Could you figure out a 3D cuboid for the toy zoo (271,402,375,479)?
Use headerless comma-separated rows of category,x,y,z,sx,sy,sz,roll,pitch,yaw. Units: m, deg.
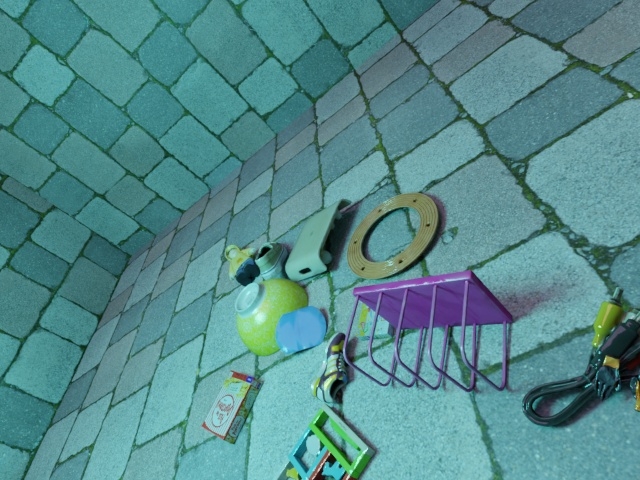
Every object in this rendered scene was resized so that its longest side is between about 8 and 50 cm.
toy zoo,-0.020,0.555,0.940,0.293,0.030,0.192,-54,31,-11

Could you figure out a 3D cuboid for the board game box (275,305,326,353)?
board game box,-0.059,0.284,1.279,0.168,0.033,0.133,-19,55,8

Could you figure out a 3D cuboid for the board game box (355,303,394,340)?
board game box,0.161,0.199,1.127,0.103,0.026,0.154,-18,41,39

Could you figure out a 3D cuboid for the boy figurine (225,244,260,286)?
boy figurine,-0.353,0.094,1.827,0.177,0.092,0.285,-49,34,2

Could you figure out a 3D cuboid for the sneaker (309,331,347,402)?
sneaker,0.045,0.339,1.082,0.083,0.069,0.186,4,63,43

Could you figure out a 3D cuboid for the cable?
cable,0.484,0.226,0.693,0.139,0.072,0.287,42,104,33

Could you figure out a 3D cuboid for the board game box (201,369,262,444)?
board game box,-0.281,0.522,1.287,0.146,0.045,0.194,-7,49,48

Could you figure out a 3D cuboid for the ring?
ring,0.226,-0.015,1.289,0.336,0.032,0.337,-32,34,25

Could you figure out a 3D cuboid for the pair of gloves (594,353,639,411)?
pair of gloves,0.487,0.228,0.644,0.083,0.010,0.074,14,94,26

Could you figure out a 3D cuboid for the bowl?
bowl,-0.203,0.236,1.412,0.289,0.156,0.289,-32,34,25

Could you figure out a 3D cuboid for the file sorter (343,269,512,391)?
file sorter,0.224,0.210,0.872,0.290,0.202,0.182,-15,46,42

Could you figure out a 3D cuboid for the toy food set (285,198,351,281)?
toy food set,0.000,0.000,1.516,0.219,0.092,0.306,-26,34,51

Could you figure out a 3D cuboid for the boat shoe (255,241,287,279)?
boat shoe,-0.197,0.054,1.611,0.109,0.094,0.302,-26,18,4
